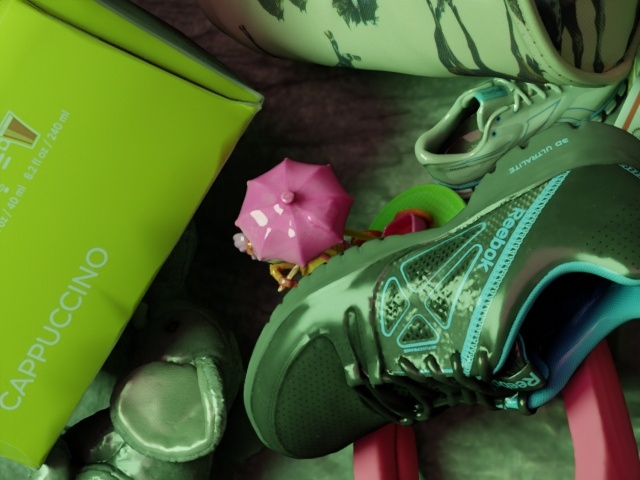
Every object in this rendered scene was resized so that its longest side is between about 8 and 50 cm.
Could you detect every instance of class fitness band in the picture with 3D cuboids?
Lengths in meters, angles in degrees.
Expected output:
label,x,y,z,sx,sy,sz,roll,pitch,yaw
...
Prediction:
label,x,y,z,sx,sy,sz,roll,pitch,yaw
fitness band,0.114,0.142,0.822,0.209,0.054,0.290,-38,37,29

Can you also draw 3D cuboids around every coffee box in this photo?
label,x,y,z,sx,sy,sz,roll,pitch,yaw
coffee box,-0.304,-0.083,0.931,0.337,0.338,0.334,-58,26,7

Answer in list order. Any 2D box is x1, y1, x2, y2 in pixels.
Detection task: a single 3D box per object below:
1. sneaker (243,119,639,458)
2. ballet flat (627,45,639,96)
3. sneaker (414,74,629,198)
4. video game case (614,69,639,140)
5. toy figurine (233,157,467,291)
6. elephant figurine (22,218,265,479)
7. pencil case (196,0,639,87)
label,x,y,z,sx,sy,sz,roll,pitch,yaw
sneaker,0.080,0.061,0.781,0.341,0.125,0.139,-39,37,24
ballet flat,0.276,-0.171,0.818,0.116,0.124,0.342,13,86,32
sneaker,0.153,-0.104,0.897,0.191,0.083,0.071,-39,61,15
video game case,0.281,0.023,0.747,0.025,0.204,0.285,-23,60,-23
toy figurine,0.000,0.000,0.889,0.173,0.159,0.130,-26,53,42
elephant figurine,-0.119,0.131,0.952,0.239,0.186,0.169,-49,20,6
pencil case,0.055,-0.216,0.863,0.410,0.160,0.183,16,118,51
